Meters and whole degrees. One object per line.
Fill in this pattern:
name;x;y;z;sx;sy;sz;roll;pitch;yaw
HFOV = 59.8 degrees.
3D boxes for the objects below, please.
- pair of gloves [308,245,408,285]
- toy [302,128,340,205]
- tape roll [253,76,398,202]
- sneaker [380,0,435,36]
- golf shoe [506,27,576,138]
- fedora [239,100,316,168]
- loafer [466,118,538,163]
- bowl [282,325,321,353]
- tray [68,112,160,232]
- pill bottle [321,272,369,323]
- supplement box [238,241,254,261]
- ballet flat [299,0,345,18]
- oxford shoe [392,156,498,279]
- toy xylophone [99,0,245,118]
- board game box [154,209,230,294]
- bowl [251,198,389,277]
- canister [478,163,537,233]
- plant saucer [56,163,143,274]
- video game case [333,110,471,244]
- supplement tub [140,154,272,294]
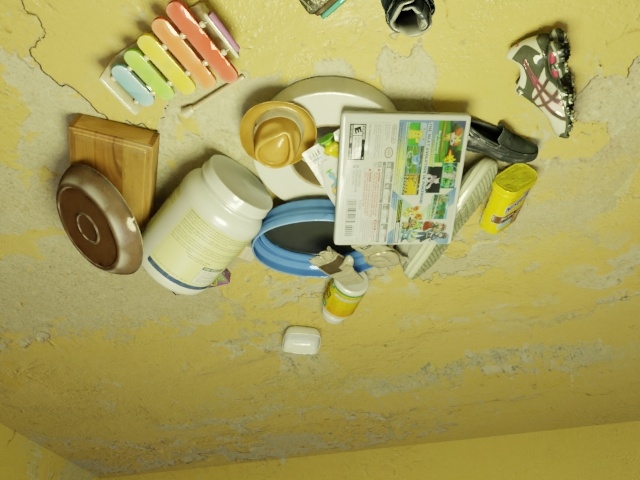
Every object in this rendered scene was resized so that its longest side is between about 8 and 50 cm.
pair of gloves;0.103;0.055;1.562;0.240;0.042;0.204;-21;144;34
toy;0.067;-0.162;1.362;0.136;0.056;0.237;-33;122;3
tape roll;0.026;-0.226;1.398;0.391;0.072;0.392;0;139;0
sneaker;0.212;-0.480;1.037;0.226;0.164;0.086;-34;127;31
golf shoe;0.506;-0.344;1.251;0.120;0.105;0.273;-3;137;32
fedora;-0.100;-0.228;1.286;0.194;0.079;0.194;1;138;0
loafer;0.436;-0.245;1.361;0.223;0.076;0.078;13;145;-8
bowl;-0.070;0.368;2.089;0.142;0.053;0.142;6;139;-4
tray;-0.551;-0.122;1.487;0.202;0.076;0.411;13;131;-7
pill bottle;0.073;0.184;1.828;0.117;0.118;0.208;11;138;-11
supplement box;-0.244;0.021;1.710;0.098;0.036;0.062;21;135;-21
ballet flat;0.135;-0.577;0.951;0.482;0.164;0.182;-23;113;27
oxford shoe;0.323;-0.066;1.530;0.169;0.130;0.449;-22;153;-39
toy xylophone;-0.306;-0.379;1.224;0.322;0.081;0.236;-27;132;29
board game box;-0.450;0.041;1.733;0.208;0.056;0.347;-10;138;18
bowl;0.000;0.000;1.585;0.390;0.077;0.391;1;155;0
canister;0.498;-0.108;1.491;0.126;0.073;0.170;-31;149;-25
plant saucer;-0.573;-0.039;1.410;0.310;0.050;0.311;21;128;29
video game case;0.187;-0.142;1.328;0.299;0.036;0.329;0;116;-6
supplement tub;-0.303;-0.040;1.458;0.235;0.235;0.325;32;114;-31
